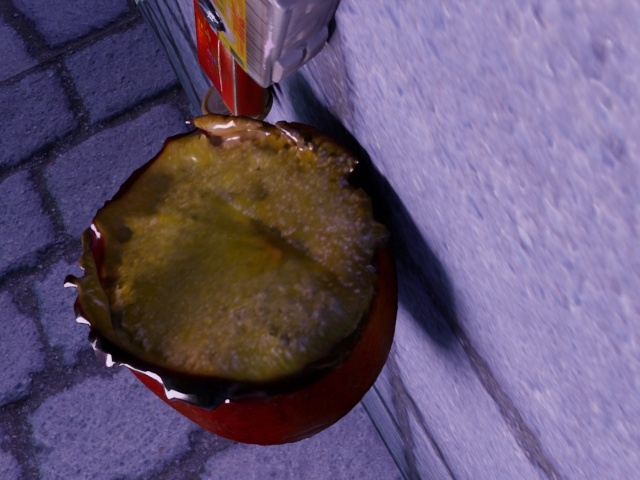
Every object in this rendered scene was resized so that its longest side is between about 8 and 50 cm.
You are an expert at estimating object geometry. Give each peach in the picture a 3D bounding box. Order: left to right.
[{"bbox_3d":[-0.076,0.044,0.918,0.353,0.339,0.416,43,176,-15],"label":"peach"}]

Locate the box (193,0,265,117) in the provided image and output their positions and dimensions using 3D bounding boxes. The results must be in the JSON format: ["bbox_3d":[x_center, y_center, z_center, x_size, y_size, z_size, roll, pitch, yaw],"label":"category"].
[{"bbox_3d":[-0.130,-0.261,1.133,0.175,0.048,0.112,-124,27,-44],"label":"box"}]

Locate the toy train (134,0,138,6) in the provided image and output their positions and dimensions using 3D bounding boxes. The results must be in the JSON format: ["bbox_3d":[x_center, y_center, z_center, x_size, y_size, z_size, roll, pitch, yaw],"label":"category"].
[{"bbox_3d":[-0.183,-0.390,0.988,0.307,0.126,0.189,-127,44,-57],"label":"toy train"}]

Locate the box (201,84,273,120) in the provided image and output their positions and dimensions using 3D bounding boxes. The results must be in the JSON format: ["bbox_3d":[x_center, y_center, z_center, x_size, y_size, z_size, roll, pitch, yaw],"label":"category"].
[{"bbox_3d":[-0.123,-0.202,1.189,0.105,0.105,0.037,56,180,44],"label":"box"}]

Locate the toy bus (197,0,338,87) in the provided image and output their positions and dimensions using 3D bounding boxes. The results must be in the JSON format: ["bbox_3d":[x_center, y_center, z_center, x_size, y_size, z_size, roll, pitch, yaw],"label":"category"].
[{"bbox_3d":[-0.039,-0.202,0.655,0.106,0.092,0.268,53,173,-2],"label":"toy bus"}]
